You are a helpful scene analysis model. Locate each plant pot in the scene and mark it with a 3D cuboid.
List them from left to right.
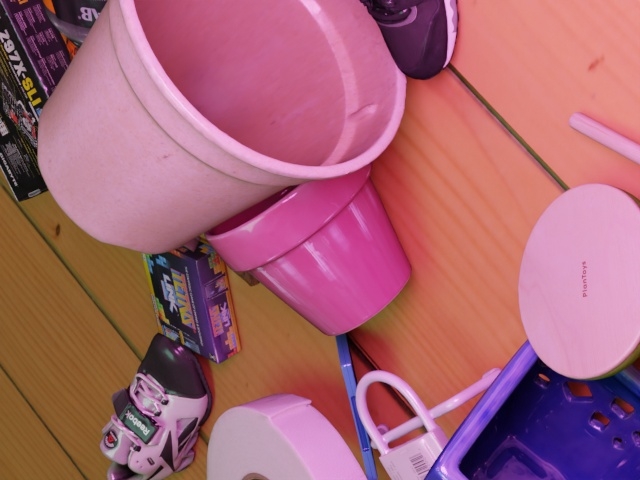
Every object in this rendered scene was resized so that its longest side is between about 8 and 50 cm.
[{"bbox_3d":[-0.135,-0.146,1.641,0.305,0.333,0.334,-36,84,44],"label":"plant pot"},{"bbox_3d":[0.000,0.000,1.776,0.180,0.201,0.201,53,150,-16],"label":"plant pot"},{"bbox_3d":[0.231,0.254,1.579,0.236,0.236,0.212,39,151,6],"label":"plant pot"}]

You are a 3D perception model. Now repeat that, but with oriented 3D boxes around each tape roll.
[{"bbox_3d":[-0.030,0.392,2.064,0.392,0.072,0.392,37,135,49],"label":"tape roll"}]

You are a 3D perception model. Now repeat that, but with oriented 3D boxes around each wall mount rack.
[{"bbox_3d":[0.158,0.297,1.841,0.350,0.130,0.304,59,145,4],"label":"wall mount rack"}]

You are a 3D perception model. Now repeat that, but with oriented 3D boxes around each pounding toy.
[{"bbox_3d":[0.292,0.018,1.479,0.183,0.110,0.237,32,109,54],"label":"pounding toy"}]

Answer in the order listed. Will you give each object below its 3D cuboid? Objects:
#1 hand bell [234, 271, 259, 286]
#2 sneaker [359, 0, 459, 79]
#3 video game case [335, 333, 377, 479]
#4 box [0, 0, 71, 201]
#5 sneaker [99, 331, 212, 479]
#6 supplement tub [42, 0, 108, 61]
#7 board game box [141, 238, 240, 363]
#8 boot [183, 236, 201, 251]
[{"bbox_3d":[-0.144,-0.040,2.031,0.126,0.126,0.242,0,126,54],"label":"hand bell"},{"bbox_3d":[0.042,-0.281,1.544,0.107,0.124,0.283,11,124,51],"label":"sneaker"},{"bbox_3d":[0.043,0.198,1.954,0.119,0.015,0.166,-99,-3,-66],"label":"video game case"},{"bbox_3d":[-0.433,-0.231,2.286,0.257,0.079,0.322,-18,100,55],"label":"box"},{"bbox_3d":[-0.257,0.271,2.371,0.122,0.146,0.331,43,142,28],"label":"sneaker"},{"bbox_3d":[-0.222,-0.360,1.773,0.207,0.207,0.338,31,138,38],"label":"supplement tub"},{"bbox_3d":[-0.184,0.072,2.201,0.141,0.048,0.170,23,132,45],"label":"board game box"},{"bbox_3d":[-0.157,-0.103,1.888,0.189,0.209,0.076,23,174,34],"label":"boot"}]
